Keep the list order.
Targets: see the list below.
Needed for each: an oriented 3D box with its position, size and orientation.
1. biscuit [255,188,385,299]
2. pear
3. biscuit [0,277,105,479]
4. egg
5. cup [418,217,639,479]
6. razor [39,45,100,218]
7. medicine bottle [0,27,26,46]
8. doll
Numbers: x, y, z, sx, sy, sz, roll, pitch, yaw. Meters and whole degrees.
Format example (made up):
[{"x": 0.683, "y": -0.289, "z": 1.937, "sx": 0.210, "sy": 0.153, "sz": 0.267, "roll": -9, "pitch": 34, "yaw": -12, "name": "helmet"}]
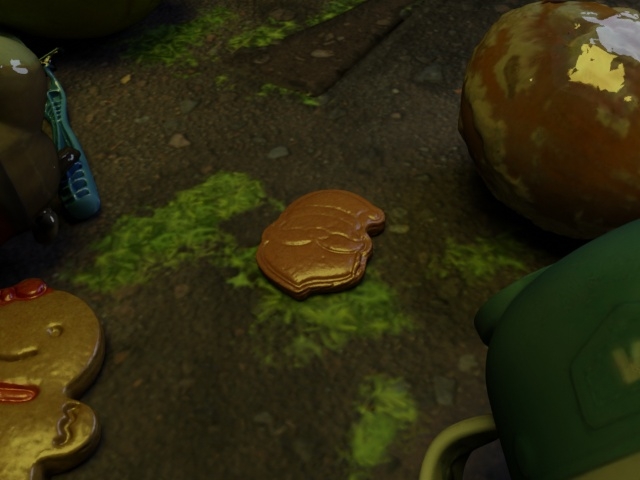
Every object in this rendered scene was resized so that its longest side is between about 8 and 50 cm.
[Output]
[{"x": 0.000, "y": 0.000, "z": 0.633, "sx": 0.102, "sy": 0.019, "sz": 0.130, "roll": 18, "pitch": 50, "yaw": 21, "name": "biscuit"}, {"x": -0.318, "y": -0.365, "z": 0.859, "sx": 0.307, "sy": 0.252, "sz": 0.252, "roll": -2, "pitch": 45, "yaw": 16, "name": "pear"}, {"x": -0.236, "y": 0.115, "z": 0.525, "sx": 0.166, "sy": 0.036, "sz": 0.225, "roll": 3, "pitch": 46, "yaw": 8, "name": "biscuit"}, {"x": 0.223, "y": -0.102, "z": 0.604, "sx": 0.195, "sy": 0.194, "sz": 0.233, "roll": -25, "pitch": 46, "yaw": -20, "name": "egg"}, {"x": 0.181, "y": 0.133, "z": 0.347, "sx": 0.290, "sy": 0.219, "sz": 0.257, "roll": -33, "pitch": 58, "yaw": 28, "name": "cup"}, {"x": -0.272, "y": -0.113, "z": 0.744, "sx": 0.082, "sy": 0.042, "sz": 0.253, "roll": -33, "pitch": 51, "yaw": 0, "name": "razor"}, {"x": -0.433, "y": -0.173, "z": 0.804, "sx": 0.090, "sy": 0.053, "sz": 0.208, "roll": 31, "pitch": 56, "yaw": 27, "name": "medicine bottle"}, {"x": -0.340, "y": -0.014, "z": 0.560, "sx": 0.330, "sy": 0.174, "sz": 0.235, "roll": -42, "pitch": 30, "yaw": -22, "name": "doll"}]
